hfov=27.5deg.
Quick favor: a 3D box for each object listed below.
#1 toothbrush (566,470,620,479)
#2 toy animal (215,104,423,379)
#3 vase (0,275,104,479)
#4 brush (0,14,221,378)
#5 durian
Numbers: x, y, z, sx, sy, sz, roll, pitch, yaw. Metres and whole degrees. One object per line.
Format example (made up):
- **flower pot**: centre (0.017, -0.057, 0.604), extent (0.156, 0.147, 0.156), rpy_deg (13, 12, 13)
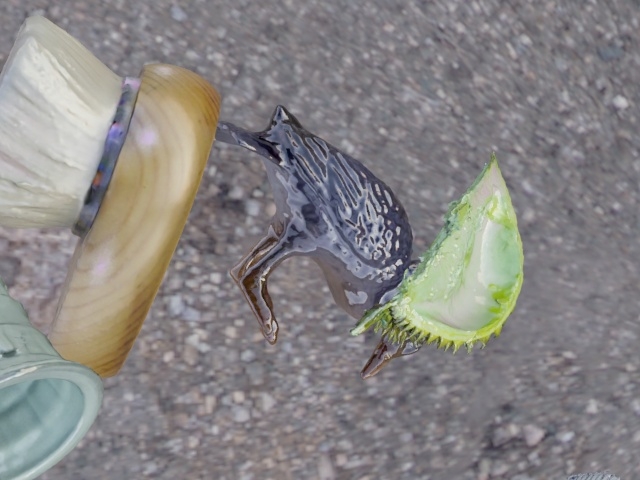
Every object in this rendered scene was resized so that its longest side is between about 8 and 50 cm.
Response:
- **toothbrush**: centre (0.256, 0.139, 0.759), extent (0.275, 0.025, 0.019), rpy_deg (-14, 109, 41)
- **toy animal**: centre (0.000, 0.000, 1.264), extent (0.185, 0.122, 0.298), rpy_deg (-27, 102, -4)
- **vase**: centre (-0.279, 0.022, 0.904), extent (0.143, 0.143, 0.299), rpy_deg (-43, 62, 12)
- **brush**: centre (-0.193, -0.027, 1.028), extent (0.166, 0.174, 0.267), rpy_deg (17, 97, -13)
- **durian**: centre (0.087, 0.026, 0.956), extent (0.086, 0.215, 0.100), rpy_deg (6, 131, 33)
